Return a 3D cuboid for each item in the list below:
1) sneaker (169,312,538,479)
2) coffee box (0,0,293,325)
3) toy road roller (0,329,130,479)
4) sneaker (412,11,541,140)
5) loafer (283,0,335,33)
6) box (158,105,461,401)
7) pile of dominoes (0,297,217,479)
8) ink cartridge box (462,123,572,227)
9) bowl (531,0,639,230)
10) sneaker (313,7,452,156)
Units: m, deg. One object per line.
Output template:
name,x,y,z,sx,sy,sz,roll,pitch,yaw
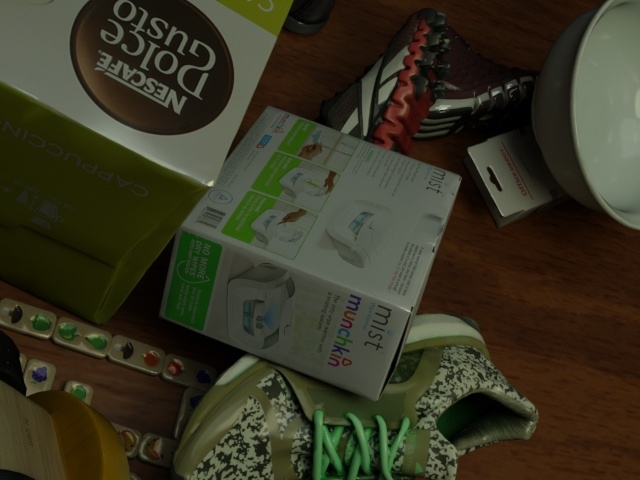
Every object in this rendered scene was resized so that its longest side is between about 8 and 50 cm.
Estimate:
sneaker,0.050,0.183,1.070,0.410,0.182,0.158,-16,117,-32
coffee box,-0.247,-0.177,1.015,0.338,0.338,0.334,28,58,-13
toy road roller,-0.296,0.249,0.862,0.240,0.329,0.202,50,9,-47
sneaker,0.211,-0.231,1.426,0.281,0.106,0.162,-10,69,-30
loafer,-0.048,-0.411,1.376,0.109,0.095,0.302,-14,75,-32
box,0.000,0.000,1.101,0.231,0.126,0.262,21,35,5
pile of dominoes,-0.228,0.169,1.046,0.251,0.040,0.196,21,59,-18
ink cartridge box,0.258,-0.086,1.407,0.180,0.060,0.104,-20,78,-34
bowl,0.356,-0.160,1.346,0.298,0.134,0.297,-2,94,-39
sneaker,0.067,-0.161,1.292,0.135,0.097,0.276,14,73,25
